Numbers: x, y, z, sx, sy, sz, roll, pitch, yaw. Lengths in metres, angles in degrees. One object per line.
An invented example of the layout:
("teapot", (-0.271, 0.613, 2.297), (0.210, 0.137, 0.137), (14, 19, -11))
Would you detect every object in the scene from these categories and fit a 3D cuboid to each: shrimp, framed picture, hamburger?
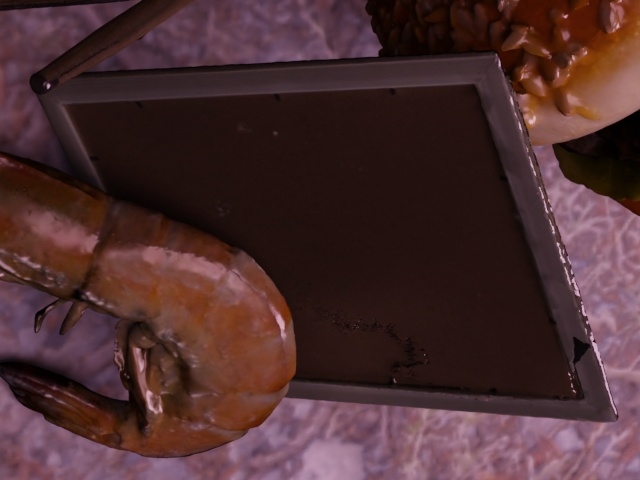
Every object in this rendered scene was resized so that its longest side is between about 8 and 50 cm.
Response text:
("shrimp", (-0.155, 0.026, 0.824), (0.296, 0.058, 0.169), (27, 124, -7))
("framed picture", (0.000, 0.000, 0.784), (0.016, 0.273, 0.216), (-53, 133, -41))
("hamburger", (0.165, -0.152, 0.762), (0.225, 0.291, 0.291), (27, 98, -30))

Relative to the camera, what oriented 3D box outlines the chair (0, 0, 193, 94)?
("chair", (-0.125, -0.184, 0.718), (0.272, 0.166, 0.188), (-41, 127, -52))
